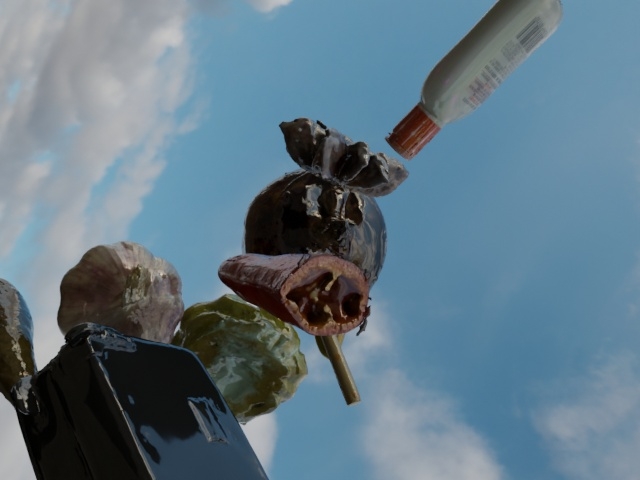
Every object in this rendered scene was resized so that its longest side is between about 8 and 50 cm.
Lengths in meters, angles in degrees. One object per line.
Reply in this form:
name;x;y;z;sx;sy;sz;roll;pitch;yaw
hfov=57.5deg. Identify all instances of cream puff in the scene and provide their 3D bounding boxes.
cream puff;-0.221;0.298;1.553;0.378;0.378;0.275;-49;-168;19

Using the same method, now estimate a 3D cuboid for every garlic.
garlic;-0.357;0.103;1.086;0.253;0.245;0.244;-31;-129;54

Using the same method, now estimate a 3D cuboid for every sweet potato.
sweet potato;-0.586;0.174;1.071;0.423;0.131;0.130;32;-84;46

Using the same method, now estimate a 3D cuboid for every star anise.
star anise;0.037;-0.134;0.957;0.229;0.237;0.092;-133;-116;-79

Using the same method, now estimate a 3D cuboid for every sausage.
sausage;0.026;0.178;0.858;0.024;0.024;0.132;-38;-120;29

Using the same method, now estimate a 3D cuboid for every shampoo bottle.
shampoo bottle;0.160;-0.178;0.634;0.221;0.108;0.051;-45;-111;20

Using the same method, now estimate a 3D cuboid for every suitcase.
suitcase;-0.239;0.305;0.853;0.188;0.339;0.345;-44;-118;7

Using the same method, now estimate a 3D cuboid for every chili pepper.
chili pepper;-0.042;0.037;0.507;0.169;0.088;0.064;6;-107;52

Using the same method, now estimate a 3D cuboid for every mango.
mango;0.026;0.238;1.609;0.101;0.066;0.187;-6;-112;27

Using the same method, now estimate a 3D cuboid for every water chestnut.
water chestnut;0.000;0.000;1.277;0.302;0.351;0.350;-18;-122;62
